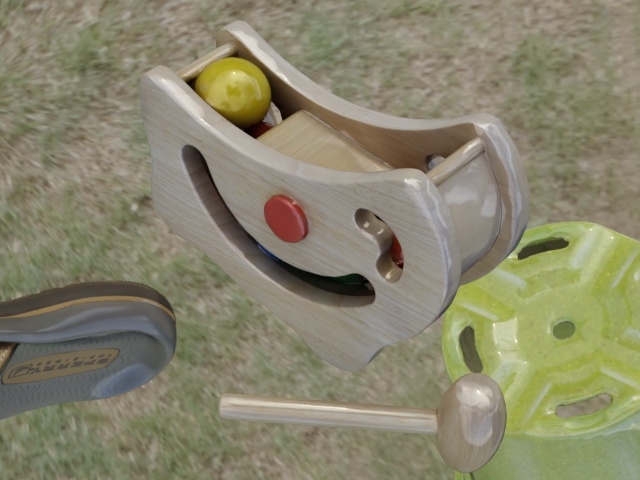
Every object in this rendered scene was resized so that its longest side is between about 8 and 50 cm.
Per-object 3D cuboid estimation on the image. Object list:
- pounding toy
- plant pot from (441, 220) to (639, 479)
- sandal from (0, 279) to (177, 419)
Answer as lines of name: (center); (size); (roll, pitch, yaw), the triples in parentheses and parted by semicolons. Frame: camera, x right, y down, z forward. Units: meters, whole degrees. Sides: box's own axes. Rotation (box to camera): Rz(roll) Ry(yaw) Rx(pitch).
pounding toy: (0.000, 0.000, 0.726); (0.269, 0.154, 0.155); (39, 50, 17)
plant pot: (0.210, 0.125, 1.093); (0.276, 0.276, 0.254); (-42, 143, -8)
sandal: (-0.143, 0.064, 0.495); (0.219, 0.090, 0.060); (-5, 62, -40)
